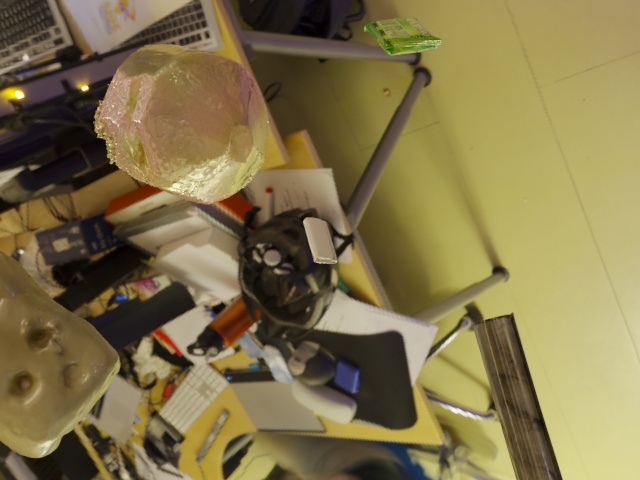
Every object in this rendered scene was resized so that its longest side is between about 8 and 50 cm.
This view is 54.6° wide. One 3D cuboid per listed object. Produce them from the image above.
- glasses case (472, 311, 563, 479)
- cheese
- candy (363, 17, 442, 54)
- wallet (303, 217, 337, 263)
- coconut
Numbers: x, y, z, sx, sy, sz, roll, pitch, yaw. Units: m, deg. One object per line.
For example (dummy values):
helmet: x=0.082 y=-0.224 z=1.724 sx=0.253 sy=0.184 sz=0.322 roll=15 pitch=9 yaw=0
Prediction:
glasses case: x=0.290 y=0.258 z=0.896 sx=0.060 sy=0.114 sz=0.299 roll=-13 pitch=77 yaw=2
cheese: x=-0.364 y=0.110 z=0.704 sx=0.263 sy=0.159 sz=0.093 roll=41 pitch=143 yaw=-6
candy: x=0.140 y=-0.359 z=1.080 sx=0.102 sy=0.178 sz=0.032 roll=-6 pitch=121 yaw=-5
wallet: x=0.000 y=0.000 z=1.437 sx=0.025 sy=0.061 sz=0.122 roll=-56 pitch=38 yaw=39
coconut: x=-0.195 y=-0.167 z=0.913 sx=0.245 sy=0.233 sz=0.233 roll=26 pitch=132 yaw=44
